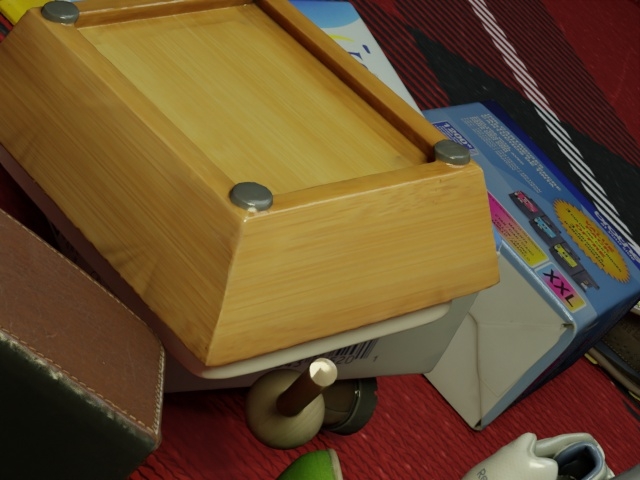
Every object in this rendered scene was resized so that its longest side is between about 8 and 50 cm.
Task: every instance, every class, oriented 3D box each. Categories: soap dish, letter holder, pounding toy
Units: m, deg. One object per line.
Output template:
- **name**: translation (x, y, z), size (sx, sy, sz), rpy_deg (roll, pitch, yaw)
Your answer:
- **soap dish**: translation (-0.053, -0.053, 1.167), size (0.229, 0.118, 0.291), rpy_deg (-13, 43, -37)
- **letter holder**: translation (-0.246, 0.025, 1.043), size (0.302, 0.152, 0.214), rpy_deg (37, 20, -17)
- **pounding toy**: translation (-0.039, 0.196, 1.137), size (0.183, 0.110, 0.237), rpy_deg (118, -33, -82)

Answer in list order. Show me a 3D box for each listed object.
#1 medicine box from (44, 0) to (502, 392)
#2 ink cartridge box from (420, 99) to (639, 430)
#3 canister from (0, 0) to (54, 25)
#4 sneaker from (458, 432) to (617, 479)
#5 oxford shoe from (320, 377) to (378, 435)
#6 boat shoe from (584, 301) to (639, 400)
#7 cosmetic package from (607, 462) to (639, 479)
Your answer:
- **medicine box**: translation (-0.055, -0.042, 1.400), size (0.263, 0.149, 0.289), rpy_deg (-2, 47, -33)
- **ink cartridge box**: translation (0.171, 0.006, 1.849), size (0.270, 0.151, 0.395), rpy_deg (48, 20, 10)
- **canister**: translation (-0.221, -0.229, 1.673), size (0.126, 0.073, 0.170), rpy_deg (46, 22, 5)
- **sneaker**: translation (0.206, 0.221, 1.531), size (0.297, 0.129, 0.111), rpy_deg (11, 37, -57)
- **oxford shoe**: translation (-0.038, 0.049, 1.476), size (0.096, 0.083, 0.227), rpy_deg (15, 34, -45)
- **boat shoe**: translation (0.393, 0.142, 2.052), size (0.324, 0.116, 0.097), rpy_deg (38, 26, -7)
- **cosmetic package**: translation (0.307, 0.301, 1.424), size (0.377, 0.097, 0.284), rpy_deg (-13, 77, -56)
